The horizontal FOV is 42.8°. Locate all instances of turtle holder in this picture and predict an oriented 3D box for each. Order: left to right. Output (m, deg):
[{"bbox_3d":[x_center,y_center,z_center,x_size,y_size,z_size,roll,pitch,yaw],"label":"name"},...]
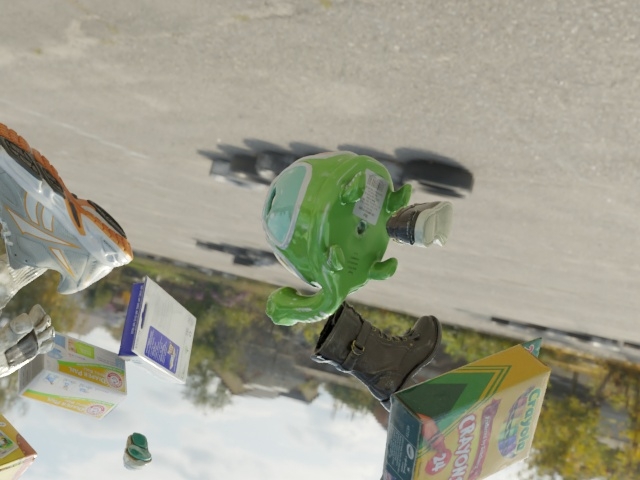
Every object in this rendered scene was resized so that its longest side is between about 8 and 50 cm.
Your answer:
[{"bbox_3d":[0.012,-0.010,1.534,0.227,0.320,0.243,16,-155,36],"label":"turtle holder"}]

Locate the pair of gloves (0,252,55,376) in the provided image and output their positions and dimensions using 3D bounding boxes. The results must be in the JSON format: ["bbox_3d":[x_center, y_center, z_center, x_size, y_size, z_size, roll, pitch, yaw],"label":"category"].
[{"bbox_3d":[-0.501,0.126,1.281,0.042,0.240,0.204,26,-145,23],"label":"pair of gloves"}]

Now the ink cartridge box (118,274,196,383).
[{"bbox_3d":[-0.362,0.200,1.790,0.065,0.165,0.333,3,159,11],"label":"ink cartridge box"}]

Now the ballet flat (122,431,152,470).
[{"bbox_3d":[-0.361,0.424,1.598,0.057,0.052,0.168,26,178,-9],"label":"ballet flat"}]

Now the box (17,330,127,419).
[{"bbox_3d":[-0.525,0.287,1.742,0.203,0.103,0.114,29,-150,-38],"label":"box"}]

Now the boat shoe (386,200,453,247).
[{"bbox_3d":[0.178,-0.030,1.416,0.068,0.081,0.228,7,-175,22],"label":"boat shoe"}]

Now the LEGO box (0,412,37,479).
[{"bbox_3d":[-0.757,0.463,1.362,0.193,0.372,0.500,43,177,7],"label":"LEGO box"}]

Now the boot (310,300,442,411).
[{"bbox_3d":[0.118,0.196,1.676,0.229,0.263,0.091,42,144,-11],"label":"boot"}]

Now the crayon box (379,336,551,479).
[{"bbox_3d":[0.254,0.294,1.328,0.318,0.202,0.081,-16,-145,-29],"label":"crayon box"}]

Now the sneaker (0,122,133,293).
[{"bbox_3d":[-0.346,-0.028,0.962,0.262,0.121,0.099,49,-177,-32],"label":"sneaker"}]
